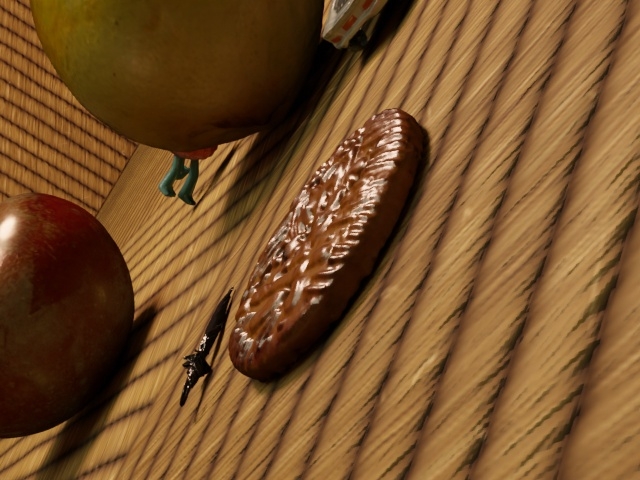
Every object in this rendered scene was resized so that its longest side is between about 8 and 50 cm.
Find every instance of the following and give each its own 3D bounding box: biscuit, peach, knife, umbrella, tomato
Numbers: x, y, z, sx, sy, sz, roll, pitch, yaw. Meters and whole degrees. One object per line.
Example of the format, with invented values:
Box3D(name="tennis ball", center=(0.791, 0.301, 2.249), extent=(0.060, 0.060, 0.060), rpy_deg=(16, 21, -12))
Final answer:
Box3D(name="biscuit", center=(-0.001, -0.001, 0.658), extent=(0.188, 0.027, 0.188), rpy_deg=(-52, 14, 19))
Box3D(name="peach", center=(-0.145, -0.247, 1.088), extent=(0.281, 0.315, 0.314), rpy_deg=(-18, 2, -22))
Box3D(name="knife", center=(0.028, -0.224, 1.086), extent=(0.170, 0.010, 0.023), rpy_deg=(-42, 27, 46))
Box3D(name="umbrella", center=(-0.084, 0.077, 0.800), extent=(0.149, 0.022, 0.022), rpy_deg=(-69, -7, -62))
Box3D(name="tomato", center=(-0.320, 0.089, 1.173), extent=(0.270, 0.222, 0.270), rpy_deg=(-31, 30, 20))

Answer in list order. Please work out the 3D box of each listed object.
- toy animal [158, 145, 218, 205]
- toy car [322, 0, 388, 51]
Box3D(name="toy animal", center=(-0.126, -0.138, 1.310), extent=(0.103, 0.100, 0.208), rpy_deg=(-9, -37, -52))
Box3D(name="toy car", center=(0.056, -0.246, 0.945), extent=(0.095, 0.056, 0.205), rpy_deg=(-43, 21, 51))
